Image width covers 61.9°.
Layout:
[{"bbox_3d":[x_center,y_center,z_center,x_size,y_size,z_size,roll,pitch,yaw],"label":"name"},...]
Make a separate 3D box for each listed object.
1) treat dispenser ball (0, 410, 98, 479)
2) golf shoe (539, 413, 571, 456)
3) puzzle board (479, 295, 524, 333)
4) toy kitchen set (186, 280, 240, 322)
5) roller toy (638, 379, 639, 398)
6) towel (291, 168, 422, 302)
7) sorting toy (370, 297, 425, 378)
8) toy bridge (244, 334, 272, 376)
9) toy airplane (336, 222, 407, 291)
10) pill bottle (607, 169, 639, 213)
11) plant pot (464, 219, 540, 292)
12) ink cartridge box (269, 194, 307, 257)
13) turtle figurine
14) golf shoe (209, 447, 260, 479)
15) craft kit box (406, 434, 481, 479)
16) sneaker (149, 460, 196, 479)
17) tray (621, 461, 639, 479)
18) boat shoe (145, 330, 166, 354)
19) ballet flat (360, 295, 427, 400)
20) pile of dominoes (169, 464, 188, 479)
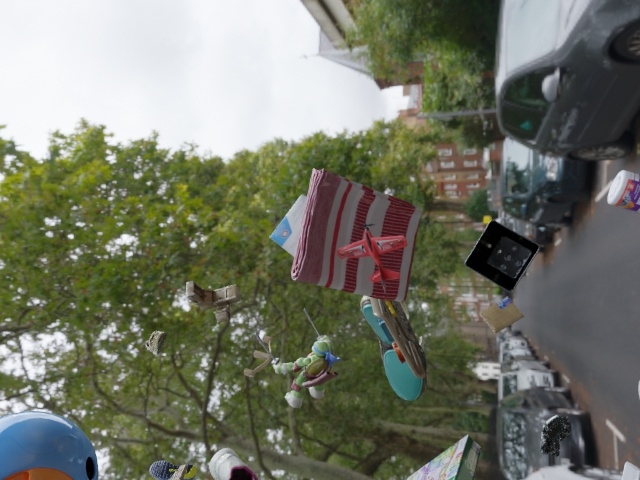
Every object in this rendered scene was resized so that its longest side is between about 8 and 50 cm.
[{"bbox_3d":[-0.605,0.495,1.081,0.288,0.288,0.287,0,-90,-71],"label":"treat dispenser ball"},{"bbox_3d":[0.716,0.576,1.642,0.093,0.077,0.198,-62,-20,-46],"label":"golf shoe"},{"bbox_3d":[0.679,0.279,2.003,0.096,0.128,0.011,58,175,30],"label":"puzzle board"},{"bbox_3d":[-0.215,0.120,1.075,0.075,0.083,0.068,58,-160,-55],"label":"toy kitchen set"},{"bbox_3d":[0.850,0.374,1.223,0.209,0.146,0.191,46,-141,-1],"label":"roller toy"},{"bbox_3d":[0.094,0.000,1.171,0.329,0.037,0.236,16,-98,-37],"label":"towel"},{"bbox_3d":[0.201,0.240,1.527,0.229,0.041,0.307,56,-171,-13],"label":"sorting toy"},{"bbox_3d":[-0.211,0.419,1.939,0.188,0.063,0.026,-61,-20,-50],"label":"toy bridge"},{"bbox_3d":[0.115,0.033,1.079,0.028,0.151,0.151,-47,-46,-59],"label":"toy airplane"},{"bbox_3d":[0.959,-0.127,1.558,0.108,0.194,0.108,19,-90,-77],"label":"pill bottle"},{"bbox_3d":[0.653,0.058,1.888,0.188,0.187,0.167,-61,-27,10],"label":"plant pot"},{"bbox_3d":[0.000,0.000,1.684,0.171,0.233,0.168,-52,-14,4],"label":"ink cartridge box"},{"bbox_3d":[-0.056,0.386,1.727,0.198,0.275,0.266,-47,-29,-54],"label":"turtle figurine"},{"bbox_3d":[-0.219,0.778,1.635,0.115,0.140,0.306,-43,-73,-27],"label":"golf shoe"},{"bbox_3d":[0.284,0.635,1.345,0.246,0.061,0.250,-52,-10,25],"label":"craft kit box"},{"bbox_3d":[-0.435,0.693,1.583,0.053,0.144,0.059,-77,-10,-45],"label":"sneaker"},{"bbox_3d":[0.864,0.659,1.284,0.145,0.270,0.030,-40,-28,-44],"label":"tray"},{"bbox_3d":[-0.464,0.283,1.495,0.056,0.048,0.153,-66,7,-25],"label":"boat shoe"},{"bbox_3d":[0.277,0.331,1.849,0.182,0.164,0.482,-56,-49,-47],"label":"ballet flat"},{"bbox_3d":[-0.334,0.553,1.020,0.196,0.040,0.251,-55,13,30],"label":"pile of dominoes"}]
